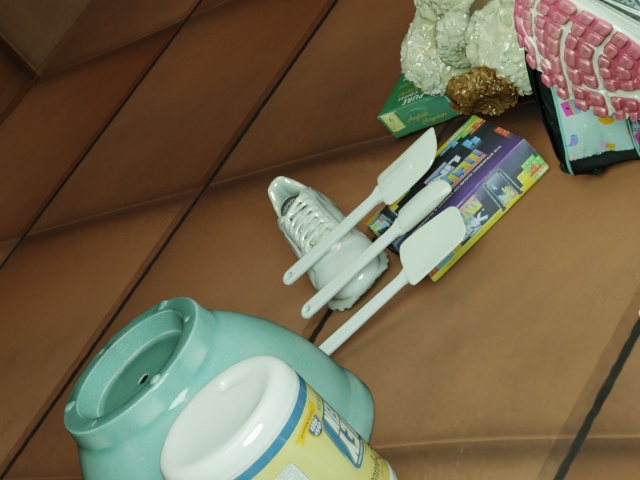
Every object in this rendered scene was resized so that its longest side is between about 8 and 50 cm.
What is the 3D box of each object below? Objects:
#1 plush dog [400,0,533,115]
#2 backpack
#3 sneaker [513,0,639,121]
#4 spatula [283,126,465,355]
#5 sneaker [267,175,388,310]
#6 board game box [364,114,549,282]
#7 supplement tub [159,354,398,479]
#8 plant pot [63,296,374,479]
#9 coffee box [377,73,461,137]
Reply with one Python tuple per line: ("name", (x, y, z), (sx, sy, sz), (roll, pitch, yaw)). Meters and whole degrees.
("plush dog", (0.207, -0.250, 2.122), (0.262, 0.210, 0.225), (-35, 50, 0))
("backpack", (0.265, -0.180, 1.899), (0.144, 0.188, 0.166), (-19, 28, 17))
("sneaker", (0.312, -0.165, 1.760), (0.112, 0.299, 0.121), (-55, -19, -34))
("spatula", (0.051, 0.014, 2.010), (0.242, 0.019, 0.168), (-43, 43, 26))
("sneaker", (0.000, 0.000, 2.150), (0.090, 0.095, 0.235), (-42, 25, -1))
("board game box", (0.140, -0.046, 2.057), (0.170, 0.048, 0.141), (-45, 21, -4))
("supplement tub", (-0.023, 0.210, 1.681), (0.144, 0.199, 0.144), (-35, 25, 19))
("plant pot", (-0.122, 0.180, 1.905), (0.293, 0.196, 0.293), (-35, 25, 19))
("coffee box", (0.148, -0.207, 2.331), (0.113, 0.040, 0.184), (-18, 33, 43))
